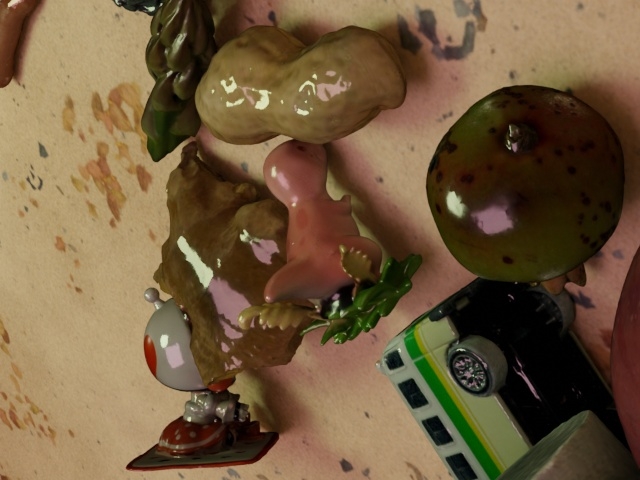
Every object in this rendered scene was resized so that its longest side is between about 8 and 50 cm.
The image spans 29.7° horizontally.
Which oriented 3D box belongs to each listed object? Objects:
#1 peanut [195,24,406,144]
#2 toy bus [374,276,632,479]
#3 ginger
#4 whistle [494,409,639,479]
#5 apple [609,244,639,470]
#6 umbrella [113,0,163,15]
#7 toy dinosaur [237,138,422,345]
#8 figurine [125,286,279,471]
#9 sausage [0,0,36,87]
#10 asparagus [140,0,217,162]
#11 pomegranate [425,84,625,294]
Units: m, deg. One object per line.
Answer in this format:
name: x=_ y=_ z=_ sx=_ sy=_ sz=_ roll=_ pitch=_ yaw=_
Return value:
peanut: x=-0.024 y=-0.143 z=1.132 sx=0.263 sy=0.101 sz=0.117 roll=7 pitch=137 yaw=46
toy bus: x=0.183 y=0.168 z=1.094 sx=0.276 sy=0.133 sz=0.164 roll=58 pitch=142 yaw=2
ginger: x=-0.098 y=0.014 z=1.310 sx=0.218 sy=0.123 sz=0.270 roll=-27 pitch=87 yaw=35
whistle: x=0.157 y=0.287 z=0.943 sx=0.168 sy=0.188 sz=0.405 roll=47 pitch=139 yaw=9
apple: x=0.335 y=0.087 z=0.782 sx=0.305 sy=0.235 sz=0.306 roll=31 pitch=139 yaw=32
umbrella: x=-0.140 y=-0.340 z=1.126 sx=0.143 sy=0.094 sz=0.349 roll=30 pitch=146 yaw=-2
toy dinosaur: x=0.002 y=-0.001 z=1.166 sx=0.177 sy=0.194 sz=0.152 roll=40 pitch=153 yaw=-12
figurine: x=-0.148 y=0.145 z=1.448 sx=0.160 sy=0.183 sz=0.226 roll=-5 pitch=91 yaw=8
sausage: x=-0.392 y=-0.258 z=1.514 sx=0.043 sy=0.043 sz=0.186 roll=50 pitch=142 yaw=10
asparagus: x=-0.145 y=-0.175 z=1.253 sx=0.080 sy=0.080 sz=0.287 roll=45 pitch=155 yaw=17
pomegranate: x=0.170 y=-0.031 z=0.969 sx=0.159 sy=0.159 sz=0.205 roll=24 pitch=156 yaw=37
